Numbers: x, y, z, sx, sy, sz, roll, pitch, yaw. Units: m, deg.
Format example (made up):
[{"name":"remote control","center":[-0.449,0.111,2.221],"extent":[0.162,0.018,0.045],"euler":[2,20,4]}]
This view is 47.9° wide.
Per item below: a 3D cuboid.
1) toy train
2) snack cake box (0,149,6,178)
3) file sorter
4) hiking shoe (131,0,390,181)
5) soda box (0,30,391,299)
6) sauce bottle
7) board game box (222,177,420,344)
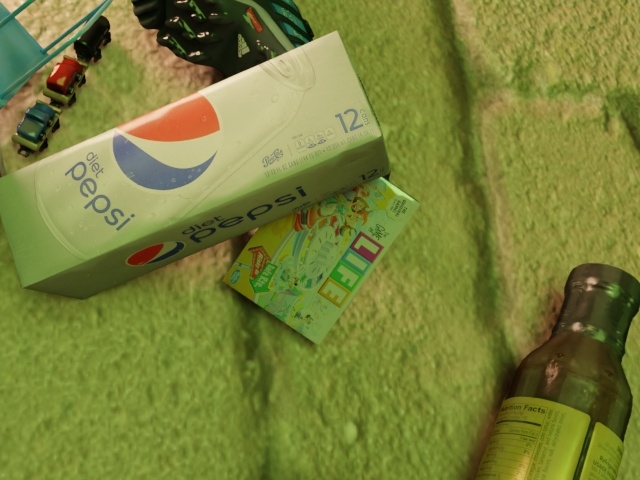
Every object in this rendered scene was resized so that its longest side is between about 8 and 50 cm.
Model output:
[{"name":"toy train","center":[-0.230,-0.142,0.648],"extent":[0.027,0.036,0.158],"euler":[24,65,-8]},{"name":"snack cake box","center":[-0.344,0.004,0.493],"extent":[0.089,0.152,0.264],"euler":[36,64,-2]},{"name":"file sorter","center":[-0.264,-0.214,0.565],"extent":[0.170,0.104,0.118],"euler":[51,21,-27]},{"name":"hiking shoe","center":[-0.029,-0.166,0.683],"extent":[0.304,0.113,0.132],"euler":[49,43,-8]},{"name":"soda box","center":[-0.094,-0.050,0.559],"extent":[0.286,0.098,0.091],"euler":[-22,77,5]},{"name":"sauce bottle","center":[0.208,0.177,0.631],"extent":[0.111,0.111,0.344],"euler":[32,64,-4]},{"name":"board game box","center":[0.000,0.000,0.630],"extent":[0.103,0.026,0.154],"euler":[34,99,-4]}]
